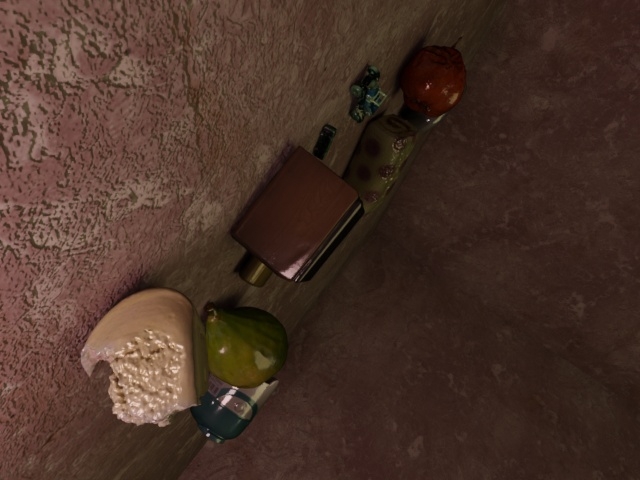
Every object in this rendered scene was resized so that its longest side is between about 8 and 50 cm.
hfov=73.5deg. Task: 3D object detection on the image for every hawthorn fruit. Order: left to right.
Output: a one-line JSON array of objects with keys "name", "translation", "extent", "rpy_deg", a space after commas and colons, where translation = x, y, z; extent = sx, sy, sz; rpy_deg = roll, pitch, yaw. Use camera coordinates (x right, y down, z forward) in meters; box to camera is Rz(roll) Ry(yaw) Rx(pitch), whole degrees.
[{"name": "hawthorn fruit", "translation": [0.359, -0.515, 1.309], "extent": [0.243, 0.207, 0.207], "rpy_deg": [-61, 170, 4]}]

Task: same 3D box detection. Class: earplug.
[{"name": "earplug", "translation": [0.408, -0.527, 1.601], "extent": [0.214, 0.175, 0.325], "rpy_deg": [-56, -179, -22]}]

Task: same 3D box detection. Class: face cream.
[{"name": "face cream", "translation": [-0.098, -0.013, 1.095], "extent": [0.285, 0.067, 0.139], "rpy_deg": [-56, 173, 0]}]

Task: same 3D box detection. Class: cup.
[{"name": "cup", "translation": [-0.311, 0.514, 1.474], "extent": [0.258, 0.219, 0.289], "rpy_deg": [-53, -158, -12]}]

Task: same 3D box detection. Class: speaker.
[{"name": "speaker", "translation": [-0.042, -0.047, 0.910], "extent": [0.231, 0.192, 0.153], "rpy_deg": [-52, 172, 4]}]

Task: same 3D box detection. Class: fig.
[{"name": "fig", "translation": [-0.234, 0.270, 1.153], "extent": [0.314, 0.233, 0.233], "rpy_deg": [33, 93, -37]}]

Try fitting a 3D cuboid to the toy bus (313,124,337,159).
[{"name": "toy bus", "translation": [0.012, -0.232, 1.009], "extent": [0.037, 0.031, 0.083], "rpy_deg": [-53, 172, -48]}]

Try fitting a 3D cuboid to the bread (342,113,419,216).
[{"name": "bread", "translation": [0.189, -0.246, 1.450], "extent": [0.187, 0.155, 0.338], "rpy_deg": [-39, 162, -46]}]

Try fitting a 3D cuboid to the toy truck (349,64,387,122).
[{"name": "toy truck", "translation": [0.122, -0.342, 1.038], "extent": [0.080, 0.078, 0.154], "rpy_deg": [-52, 170, -9]}]

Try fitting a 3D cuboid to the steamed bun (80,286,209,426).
[{"name": "steamed bun", "translation": [-0.263, 0.192, 0.673], "extent": [0.170, 0.200, 0.225], "rpy_deg": [-11, 159, -12]}]
